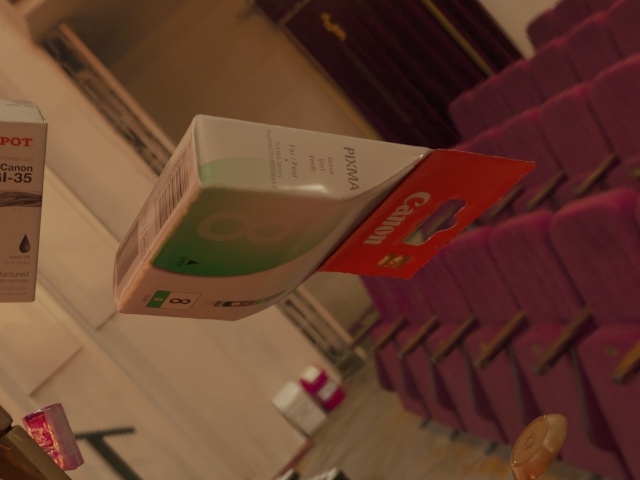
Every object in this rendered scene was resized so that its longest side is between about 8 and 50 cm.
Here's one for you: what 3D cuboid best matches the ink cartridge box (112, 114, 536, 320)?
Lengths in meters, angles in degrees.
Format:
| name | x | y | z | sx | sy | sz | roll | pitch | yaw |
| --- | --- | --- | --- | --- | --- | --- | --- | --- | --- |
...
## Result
| name | x | y | z | sx | sy | sz | roll | pitch | yaw |
| --- | --- | --- | --- | --- | --- | --- | --- | --- | --- |
| ink cartridge box | 0.000 | 0.000 | 0.651 | 0.181 | 0.225 | 0.056 | 133 | 139 | -54 |

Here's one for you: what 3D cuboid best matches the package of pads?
| name | x | y | z | sx | sy | sz | roll | pitch | yaw |
| --- | --- | --- | --- | --- | --- | --- | --- | --- | --- |
| package of pads | -0.324 | 0.243 | 1.250 | 0.050 | 0.083 | 0.032 | -22 | -1 | 25 |

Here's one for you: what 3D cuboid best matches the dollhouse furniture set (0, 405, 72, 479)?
| name | x | y | z | sx | sy | sz | roll | pitch | yaw |
| --- | --- | --- | --- | --- | --- | --- | --- | --- | --- |
| dollhouse furniture set | -0.226 | 0.158 | 0.468 | 0.184 | 0.129 | 0.129 | -40 | 4 | 25 |

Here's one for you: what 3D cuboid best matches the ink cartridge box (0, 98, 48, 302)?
| name | x | y | z | sx | sy | sz | roll | pitch | yaw |
| --- | --- | --- | --- | --- | --- | --- | --- | --- | --- |
| ink cartridge box | -0.516 | -0.059 | 1.497 | 0.117 | 0.207 | 0.283 | -136 | 51 | -60 |

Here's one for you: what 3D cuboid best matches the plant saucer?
| name | x | y | z | sx | sy | sz | roll | pitch | yaw |
| --- | --- | --- | --- | --- | --- | --- | --- | --- | --- |
| plant saucer | 0.215 | 0.206 | 1.035 | 0.083 | 0.015 | 0.083 | -54 | 7 | 9 |
